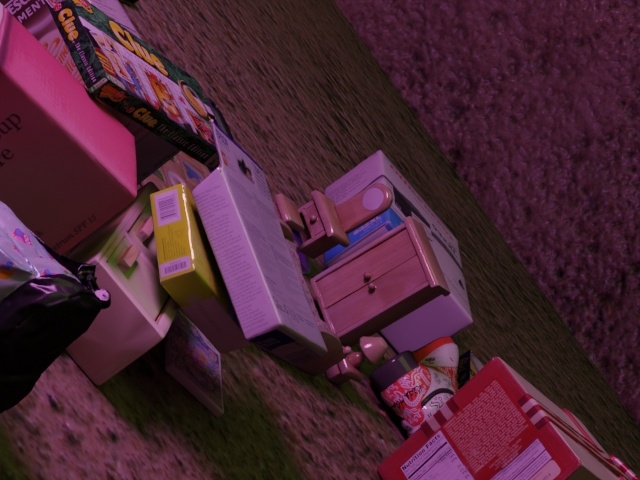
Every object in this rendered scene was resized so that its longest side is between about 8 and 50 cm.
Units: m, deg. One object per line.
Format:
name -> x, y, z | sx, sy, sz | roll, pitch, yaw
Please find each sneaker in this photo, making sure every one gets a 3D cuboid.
sneaker -> 0.166, 0.226, 2.274 | 0.145, 0.090, 0.270 | 57, 18, 9

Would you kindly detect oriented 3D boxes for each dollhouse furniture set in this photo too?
dollhouse furniture set -> 0.000, 0.000, 2.047 | 0.355, 0.174, 0.303 | 33, 31, -55

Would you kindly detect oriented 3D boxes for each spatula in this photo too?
spatula -> -0.095, -0.082, 2.270 | 0.296, 0.030, 0.084 | 57, 18, 11

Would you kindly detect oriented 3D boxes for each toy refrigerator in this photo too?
toy refrigerator -> -0.192, 0.034, 1.585 | 0.102, 0.094, 0.269 | 52, 15, -10

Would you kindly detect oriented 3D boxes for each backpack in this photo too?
backpack -> -0.277, 0.029, 1.249 | 0.182, 0.152, 0.115 | 47, 2, 25

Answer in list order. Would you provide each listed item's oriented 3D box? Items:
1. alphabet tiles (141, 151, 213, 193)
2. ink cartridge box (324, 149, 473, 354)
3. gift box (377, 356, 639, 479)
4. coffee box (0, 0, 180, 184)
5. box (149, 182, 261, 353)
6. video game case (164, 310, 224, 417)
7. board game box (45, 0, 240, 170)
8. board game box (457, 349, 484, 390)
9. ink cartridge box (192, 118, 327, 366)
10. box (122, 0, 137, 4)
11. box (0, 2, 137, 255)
alphabet tiles -> -0.184, -0.095, 2.066 | 0.342, 0.011, 0.285 | 39, 21, -45
ink cartridge box -> 0.119, 0.021, 2.506 | 0.223, 0.129, 0.307 | 48, 16, -18
gift box -> 0.260, 0.351, 1.978 | 0.258, 0.255, 0.276 | 38, 16, -41
coffee box -> -0.264, -0.181, 1.760 | 0.246, 0.141, 0.098 | 57, 15, 17
box -> -0.114, 0.034, 1.580 | 0.178, 0.042, 0.109 | 58, 17, -54
video game case -> -0.138, 0.128, 1.705 | 0.087, 0.011, 0.122 | 46, 16, -27
board game box -> -0.180, -0.161, 1.626 | 0.136, 0.030, 0.259 | 59, 13, 28
board game box -> 0.274, 0.290, 2.549 | 0.165, 0.042, 0.243 | 52, 15, -9
ink cartridge box -> -0.069, 0.009, 1.618 | 0.223, 0.045, 0.224 | 44, 26, -73
box -> -0.352, -0.441, 2.303 | 0.201, 0.021, 0.164 | 57, 15, 14
box -> -0.298, -0.101, 1.451 | 0.232, 0.148, 0.127 | 46, 16, -29
